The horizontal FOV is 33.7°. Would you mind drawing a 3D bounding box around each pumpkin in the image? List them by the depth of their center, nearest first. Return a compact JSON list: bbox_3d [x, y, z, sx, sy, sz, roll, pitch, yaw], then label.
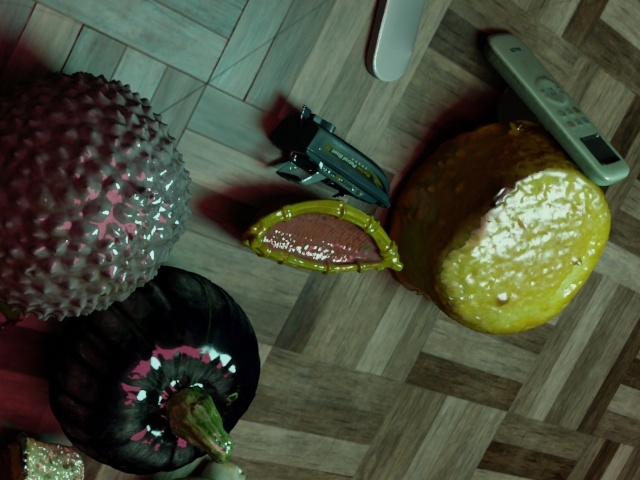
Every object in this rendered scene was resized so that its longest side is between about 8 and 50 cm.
[{"bbox_3d":[-0.211,0.188,1.417,0.295,0.296,0.296,-18,123,-30],"label":"pumpkin"}]

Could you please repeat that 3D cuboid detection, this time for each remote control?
[{"bbox_3d":[0.122,-0.355,1.557,0.077,0.022,0.245,-3,114,-39],"label":"remote control"},{"bbox_3d":[0.365,-0.207,1.654,0.090,0.309,0.038,-15,153,-44],"label":"remote control"}]

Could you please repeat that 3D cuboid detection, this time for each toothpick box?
[{"bbox_3d":[0.379,-0.203,1.783,0.149,0.098,0.098,25,97,-42],"label":"toothpick box"}]

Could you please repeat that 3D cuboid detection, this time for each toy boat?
[{"bbox_3d":[0.027,-0.101,1.569,0.246,0.093,0.103,31,85,-43],"label":"toy boat"},{"bbox_3d":[-0.004,-0.005,1.584,0.318,0.099,0.141,11,131,-44],"label":"toy boat"}]

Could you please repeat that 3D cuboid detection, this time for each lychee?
[{"bbox_3d":[-0.286,-0.046,1.239,0.300,0.300,0.300,-18,123,-30],"label":"lychee"}]

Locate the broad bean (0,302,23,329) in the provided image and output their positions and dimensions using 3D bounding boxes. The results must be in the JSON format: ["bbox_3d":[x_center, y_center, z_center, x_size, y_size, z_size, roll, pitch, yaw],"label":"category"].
[{"bbox_3d":[-0.441,0.039,1.317,0.069,0.039,0.227,-42,132,-5],"label":"broad bean"}]

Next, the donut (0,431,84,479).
[{"bbox_3d":[-0.413,0.362,1.468,0.126,0.144,0.187,16,72,-48],"label":"donut"}]

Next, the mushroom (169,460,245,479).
[{"bbox_3d":[-0.174,0.436,1.659,0.204,0.204,0.204,-18,123,-30],"label":"mushroom"}]

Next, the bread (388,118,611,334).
[{"bbox_3d":[0.295,-0.009,1.722,0.336,0.204,0.358,31,107,-26],"label":"bread"}]
